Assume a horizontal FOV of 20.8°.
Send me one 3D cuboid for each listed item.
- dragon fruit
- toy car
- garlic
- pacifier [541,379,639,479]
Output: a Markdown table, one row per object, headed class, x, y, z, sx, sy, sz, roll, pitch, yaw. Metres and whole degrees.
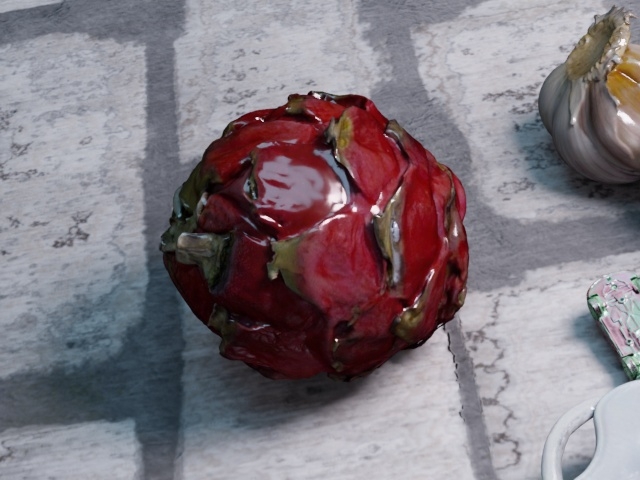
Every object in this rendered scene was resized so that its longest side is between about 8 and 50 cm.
| class | x | y | z | sx | sy | sz | roll | pitch | yaw |
| --- | --- | --- | --- | --- | --- | --- | --- | --- | --- |
| dragon fruit | 0.001 | -0.003 | 1.852 | 0.329 | 0.329 | 0.329 | -6 | 42 | 5 |
| toy car | 0.335 | 0.096 | 1.853 | 0.069 | 0.055 | 0.142 | -24 | 53 | -2 |
| garlic | 0.374 | -0.189 | 2.057 | 0.256 | 0.207 | 0.207 | -33 | 46 | -30 |
| pacifier | 0.329 | 0.201 | 1.610 | 0.227 | 0.207 | 0.279 | 25 | 46 | 6 |
